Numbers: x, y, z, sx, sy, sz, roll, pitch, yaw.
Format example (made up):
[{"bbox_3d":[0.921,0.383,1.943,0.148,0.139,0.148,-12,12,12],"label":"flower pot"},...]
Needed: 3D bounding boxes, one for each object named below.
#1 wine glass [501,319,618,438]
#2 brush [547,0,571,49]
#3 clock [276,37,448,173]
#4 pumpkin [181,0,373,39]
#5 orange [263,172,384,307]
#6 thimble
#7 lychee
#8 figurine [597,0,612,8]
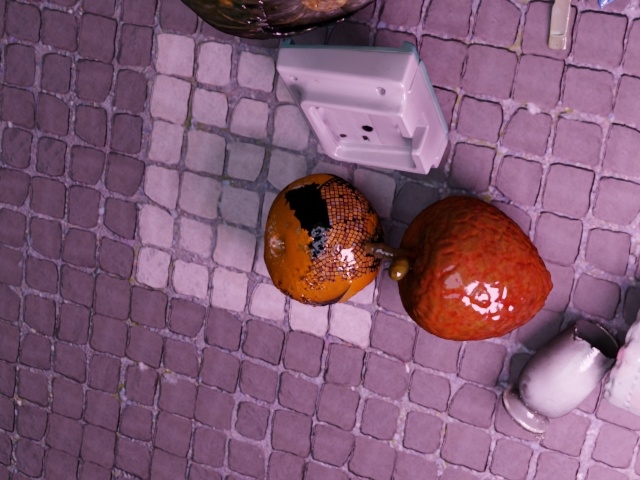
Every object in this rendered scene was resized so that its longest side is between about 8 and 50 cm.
[{"bbox_3d":[0.397,0.227,1.970,0.111,0.111,0.204,42,119,8],"label":"wine glass"},{"bbox_3d":[0.383,-0.389,1.867,0.033,0.030,0.178,9,117,13],"label":"brush"},{"bbox_3d":[0.068,-0.206,1.915,0.231,0.262,0.116,6,64,22],"label":"clock"},{"bbox_3d":[-0.039,-0.499,1.797,0.454,0.454,0.344,-38,71,26],"label":"pumpkin"},{"bbox_3d":[0.000,0.000,2.029,0.234,0.182,0.234,30,125,56],"label":"orange"},{"bbox_3d":[0.545,0.201,1.869,0.149,0.185,0.211,24,146,18],"label":"thimble"},{"bbox_3d":[0.224,0.044,1.925,0.300,0.255,0.255,23,114,-16],"label":"lychee"},{"bbox_3d":[0.438,-0.407,1.807,0.114,0.079,0.114,0,90,46],"label":"figurine"}]
